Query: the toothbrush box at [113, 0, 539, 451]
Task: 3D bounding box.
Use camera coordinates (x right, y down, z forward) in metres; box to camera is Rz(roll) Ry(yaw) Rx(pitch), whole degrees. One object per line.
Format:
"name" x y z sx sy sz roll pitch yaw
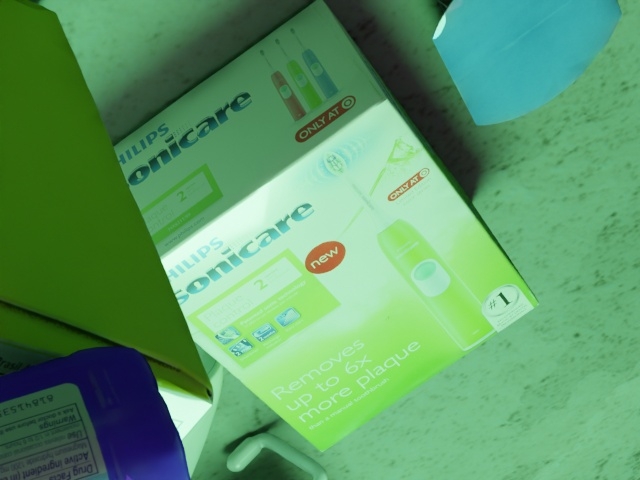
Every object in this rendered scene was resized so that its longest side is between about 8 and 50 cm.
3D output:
"toothbrush box" 0.000 0.000 1.154 0.206 0.122 0.283 -35 138 6

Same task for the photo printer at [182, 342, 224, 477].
"photo printer" -0.178 0.198 1.155 0.307 0.107 0.256 -52 167 -55

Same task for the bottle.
"bottle" -0.194 0.134 0.678 0.282 0.092 0.118 -17 135 -15

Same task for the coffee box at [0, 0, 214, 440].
"coffee box" -0.318 0.034 0.837 0.338 0.338 0.334 21 120 -41

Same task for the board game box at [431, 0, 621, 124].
"board game box" 0.140 -0.159 1.141 0.133 0.033 0.169 -36 144 1

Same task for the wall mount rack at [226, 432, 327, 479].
"wall mount rack" -0.079 0.345 1.388 0.304 0.130 0.350 -52 144 -19
